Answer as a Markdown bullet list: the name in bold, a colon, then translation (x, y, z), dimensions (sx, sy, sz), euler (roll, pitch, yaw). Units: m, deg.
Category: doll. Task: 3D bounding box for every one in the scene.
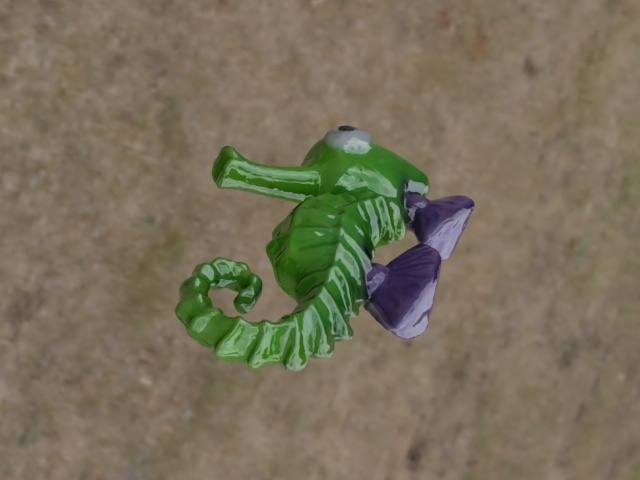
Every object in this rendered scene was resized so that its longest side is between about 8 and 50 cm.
- **doll**: translation (0.000, 0.000, 0.743), dimensions (0.190, 0.115, 0.050), euler (-64, 169, -57)
